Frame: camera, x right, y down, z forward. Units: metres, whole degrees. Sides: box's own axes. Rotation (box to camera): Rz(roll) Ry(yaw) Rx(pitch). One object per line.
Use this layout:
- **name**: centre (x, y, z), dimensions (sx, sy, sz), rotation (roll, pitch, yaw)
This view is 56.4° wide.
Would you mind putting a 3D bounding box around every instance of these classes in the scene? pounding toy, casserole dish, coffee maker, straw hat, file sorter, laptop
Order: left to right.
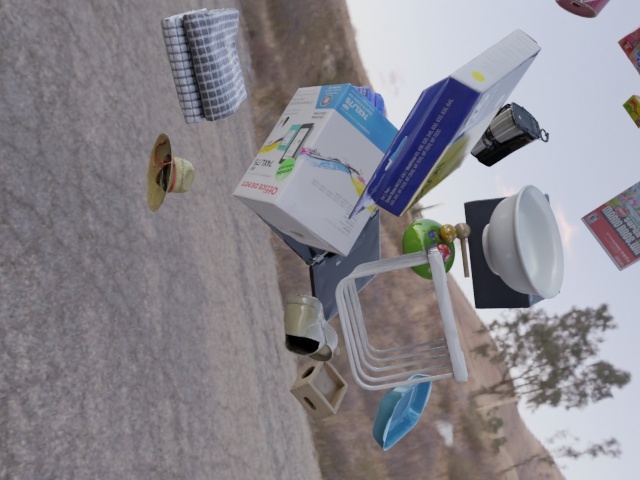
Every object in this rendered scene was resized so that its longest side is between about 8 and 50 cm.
- **straw hat**: centre (-0.258, -0.117, 1.057), dimensions (0.144, 0.061, 0.144), rotation (-18, -111, 55)
- **pounding toy**: centre (-0.009, 0.401, 1.804), dimensions (0.181, 0.094, 0.206), rotation (52, 34, -12)
- **laptop**: centre (0.000, 0.000, 1.953), dimensions (0.382, 0.236, 0.407), rotation (-39, 135, -40)
- **file sorter**: centre (0.135, 0.124, 1.013), dimensions (0.278, 0.173, 0.192), rotation (-13, 90, -81)
- **casserole dish**: centre (0.146, 0.304, 1.083), dimensions (0.188, 0.037, 0.114), rotation (-13, 119, -56)
- **pounding toy**: centre (0.361, 0.015, 1.717), dimensions (0.110, 0.237, 0.183), rotation (-26, -115, 59)
- **coffee maker**: centre (0.544, -0.295, 1.756), dimensions (0.171, 0.178, 0.120), rotation (40, 47, -18)

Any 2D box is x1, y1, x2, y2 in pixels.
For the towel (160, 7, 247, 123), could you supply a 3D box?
- **towel**: centre (-0.252, -0.414, 1.385), dimensions (0.283, 0.121, 0.235), rotation (-75, 156, -64)

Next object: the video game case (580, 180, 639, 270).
- **video game case**: centre (0.973, -0.064, 1.802), dimensions (0.204, 0.285, 0.025), rotation (57, 33, 10)

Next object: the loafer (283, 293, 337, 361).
- **loafer**: centre (-0.031, 0.205, 1.267), dimensions (0.268, 0.102, 0.092), rotation (68, 36, -55)

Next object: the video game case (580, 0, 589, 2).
- **video game case**: centre (0.667, -0.630, 1.249), dimensions (0.042, 0.232, 0.210), rotation (-14, 102, -64)

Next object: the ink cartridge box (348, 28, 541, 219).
- **ink cartridge box**: centre (0.209, -0.176, 1.006), dimensions (0.072, 0.307, 0.303), rotation (41, -38, 10)

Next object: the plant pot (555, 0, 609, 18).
- **plant pot**: centre (0.761, -0.737, 1.673), dimensions (0.201, 0.201, 0.180), rotation (-96, -148, -76)

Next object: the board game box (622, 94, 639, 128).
- **board game box**: centre (0.941, -0.349, 1.665), dimensions (0.043, 0.181, 0.092), rotation (122, -38, -47)

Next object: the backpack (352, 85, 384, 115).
- **backpack**: centre (0.096, -0.315, 1.433), dimensions (0.101, 0.120, 0.098), rotation (100, -3, -58)

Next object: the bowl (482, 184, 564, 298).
- **bowl**: centre (0.515, 0.012, 1.558), dimensions (0.298, 0.134, 0.297), rotation (17, 67, -47)

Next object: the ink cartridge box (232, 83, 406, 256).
- **ink cartridge box**: centre (0.002, -0.140, 1.191), dimensions (0.197, 0.270, 0.198), rotation (36, -11, -32)

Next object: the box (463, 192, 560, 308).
- **box**: centre (0.622, 0.029, 1.928), dimensions (0.312, 0.179, 0.343), rotation (-6, 89, -53)

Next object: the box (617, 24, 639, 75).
- **box**: centre (0.930, -0.544, 1.489), dimensions (0.142, 0.300, 0.154), rotation (55, -6, -1)
